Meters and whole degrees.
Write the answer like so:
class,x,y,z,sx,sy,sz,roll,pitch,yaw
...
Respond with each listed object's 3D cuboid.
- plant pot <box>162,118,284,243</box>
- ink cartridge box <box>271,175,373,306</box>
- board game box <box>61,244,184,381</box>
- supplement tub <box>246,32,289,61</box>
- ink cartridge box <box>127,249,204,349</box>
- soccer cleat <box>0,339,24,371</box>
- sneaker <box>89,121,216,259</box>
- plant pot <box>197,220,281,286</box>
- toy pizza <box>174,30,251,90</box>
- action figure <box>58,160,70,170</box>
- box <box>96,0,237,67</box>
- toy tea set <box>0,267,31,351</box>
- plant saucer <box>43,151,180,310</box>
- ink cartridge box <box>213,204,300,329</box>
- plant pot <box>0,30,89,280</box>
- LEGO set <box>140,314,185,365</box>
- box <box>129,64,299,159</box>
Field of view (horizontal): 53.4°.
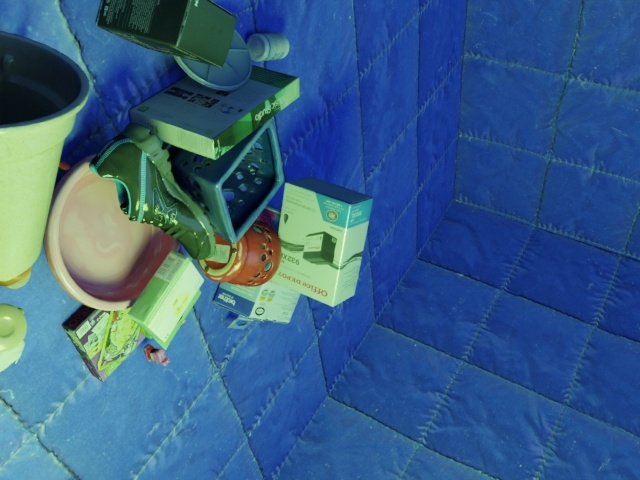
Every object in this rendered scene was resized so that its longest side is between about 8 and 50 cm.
class,x,y,z,sx,sy,sz,roll,pitch,yaw
plant pot,-0.243,-0.173,1.513,0.236,0.212,0.236,-55,159,-27
ink cartridge box,0.000,0.000,1.800,0.129,0.223,0.307,-23,128,-54
board game box,-0.454,0.153,1.556,0.347,0.056,0.208,-50,145,-35
supplement tub,-0.137,-0.504,1.654,0.107,0.071,0.070,-29,134,-53
ink cartridge box,-0.327,0.149,1.440,0.171,0.056,0.235,-60,158,-21
soccer cleat,-0.646,0.233,1.203,0.196,0.068,0.076,-21,130,-62
sneaker,-0.340,-0.074,1.315,0.140,0.125,0.340,-44,127,-21
plant pot,-0.229,0.030,1.751,0.174,0.191,0.191,12,98,-59
toy pizza,-0.246,-0.418,1.417,0.032,0.201,0.201,-32,-170,48
action figure,-0.485,-0.220,1.098,0.091,0.139,0.280,-49,147,-39
box,-0.294,-0.424,1.230,0.153,0.207,0.108,4,106,-64
toy tea set,-0.648,0.136,1.110,0.336,0.124,0.199,-33,108,-47
plant saucer,-0.437,-0.022,1.330,0.332,0.084,0.331,-12,104,-56
ink cartridge box,-0.164,0.104,1.977,0.270,0.151,0.395,24,85,-64
plant pot,-0.525,-0.110,0.933,0.334,0.334,0.305,-35,151,-51
LEGO set,-0.387,0.212,1.573,0.087,0.093,0.227,-46,147,-41
box,-0.228,-0.308,1.428,0.322,0.232,0.058,-47,149,-39
